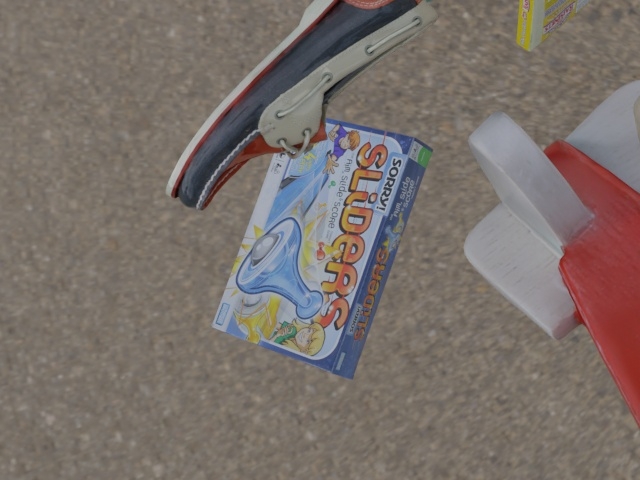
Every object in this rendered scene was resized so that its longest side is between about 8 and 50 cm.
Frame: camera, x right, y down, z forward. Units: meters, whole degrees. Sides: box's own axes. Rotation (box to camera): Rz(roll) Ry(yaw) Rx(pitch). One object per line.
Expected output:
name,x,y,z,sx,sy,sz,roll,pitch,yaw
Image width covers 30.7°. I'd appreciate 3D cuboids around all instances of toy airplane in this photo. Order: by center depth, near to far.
toy airplane,0.242,0.058,0.587,0.272,0.386,0.384,-27,101,12

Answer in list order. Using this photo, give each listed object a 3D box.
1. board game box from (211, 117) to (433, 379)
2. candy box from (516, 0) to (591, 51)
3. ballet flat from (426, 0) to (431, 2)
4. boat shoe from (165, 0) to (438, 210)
board game box,0.000,0.000,0.975,0.136,0.035,0.201,16,84,37
candy box,0.305,-0.315,1.346,0.206,0.105,0.027,-40,63,-20
ballet flat,0.026,-0.311,0.708,0.124,0.116,0.342,11,105,24
boat shoe,-0.009,-0.061,0.491,0.043,0.049,0.137,43,88,-4
